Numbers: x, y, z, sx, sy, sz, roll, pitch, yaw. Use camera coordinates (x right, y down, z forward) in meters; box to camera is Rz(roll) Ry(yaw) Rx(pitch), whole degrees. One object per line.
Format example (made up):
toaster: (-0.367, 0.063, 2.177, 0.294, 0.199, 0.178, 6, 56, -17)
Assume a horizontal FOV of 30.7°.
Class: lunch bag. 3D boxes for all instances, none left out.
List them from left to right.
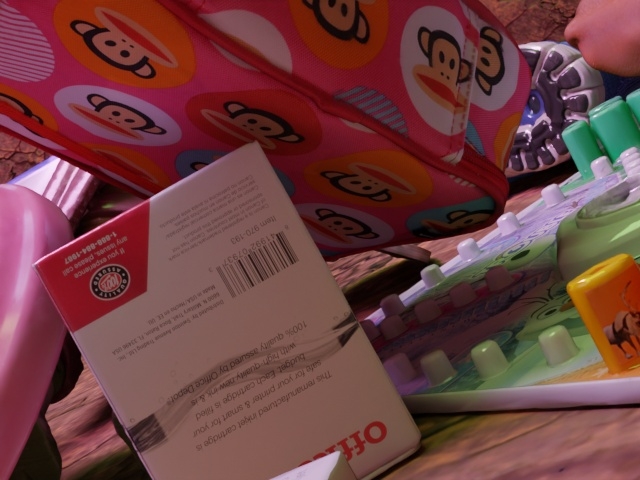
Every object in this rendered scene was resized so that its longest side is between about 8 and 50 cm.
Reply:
lunch bag: (-0.063, -0.089, 0.622, 0.258, 0.293, 0.120, -11, 59, 49)

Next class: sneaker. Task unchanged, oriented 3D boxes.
sneaker: (0.165, -0.098, 1.057, 0.147, 0.130, 0.330, -16, 1, -33)

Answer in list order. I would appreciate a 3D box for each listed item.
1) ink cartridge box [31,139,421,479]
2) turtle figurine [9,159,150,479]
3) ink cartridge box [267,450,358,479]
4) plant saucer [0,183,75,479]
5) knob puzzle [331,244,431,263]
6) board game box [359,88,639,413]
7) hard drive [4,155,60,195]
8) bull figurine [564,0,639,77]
ink cartridge box: (-0.040, 0.048, 0.517, 0.109, 0.150, 0.063, -29, 2, -5)
turtle figurine: (-0.129, 0.073, 0.792, 0.266, 0.197, 0.275, -87, 22, -57)
ink cartridge box: (-0.066, 0.136, 0.277, 0.175, 0.072, 0.127, -26, 7, 19)
plant saucer: (-0.271, 0.101, 0.667, 0.332, 0.084, 0.332, -35, 36, 31)
knob puzzle: (0.000, 0.000, 0.900, 0.213, 0.030, 0.213, 15, -1, 0)
board game box: (0.178, -0.029, 0.638, 0.390, 0.050, 0.390, -33, 7, -29)
hard drive: (-0.178, 0.023, 1.031, 0.210, 0.040, 0.318, -28, -28, 14)
bull figurine: (0.304, -0.179, 0.773, 0.188, 0.101, 0.310, 1, -7, -29)
